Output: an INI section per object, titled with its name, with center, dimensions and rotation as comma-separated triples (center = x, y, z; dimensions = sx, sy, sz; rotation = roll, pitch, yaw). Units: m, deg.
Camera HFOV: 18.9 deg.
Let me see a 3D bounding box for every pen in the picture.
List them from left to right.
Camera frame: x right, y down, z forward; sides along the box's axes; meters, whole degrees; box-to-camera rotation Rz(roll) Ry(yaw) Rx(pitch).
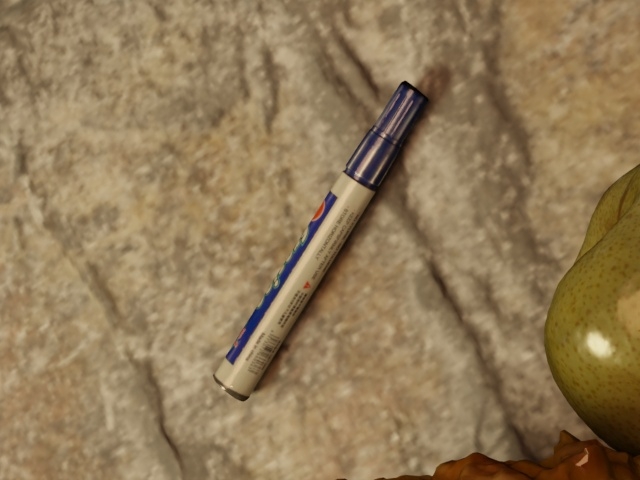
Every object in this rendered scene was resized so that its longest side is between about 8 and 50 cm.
[pen]
center = 0.000, 0.000, 1.089
dimensions = 0.025, 0.025, 0.204
rotation = 34, 98, 23

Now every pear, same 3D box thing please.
[pear]
center = 0.185, 0.034, 0.931
dimensions = 0.136, 0.167, 0.167
rotation = 37, 100, -3

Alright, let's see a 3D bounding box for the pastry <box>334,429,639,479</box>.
[pastry]
center = 0.068, 0.278, 0.888
dimensions = 0.337, 0.292, 0.405
rotation = 12, 103, 34
